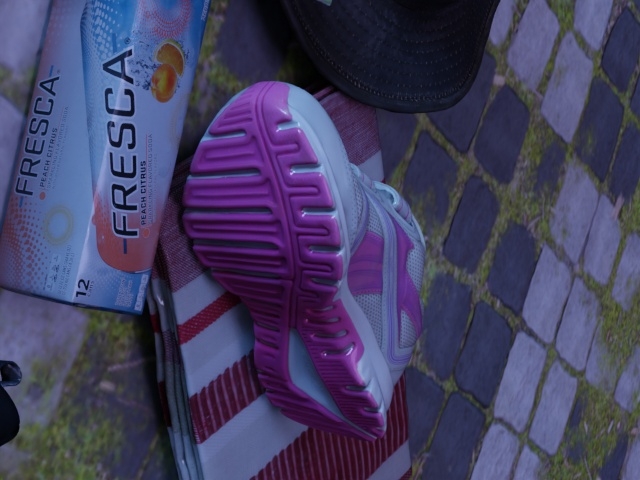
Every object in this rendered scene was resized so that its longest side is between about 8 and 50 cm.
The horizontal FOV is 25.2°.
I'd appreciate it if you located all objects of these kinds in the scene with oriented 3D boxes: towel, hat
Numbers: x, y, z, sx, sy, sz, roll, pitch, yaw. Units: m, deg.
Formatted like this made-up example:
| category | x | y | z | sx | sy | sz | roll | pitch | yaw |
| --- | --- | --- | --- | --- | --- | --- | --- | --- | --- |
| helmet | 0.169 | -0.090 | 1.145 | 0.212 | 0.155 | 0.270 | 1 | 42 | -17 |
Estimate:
| category | x | y | z | sx | sy | sz | roll | pitch | yaw |
| --- | --- | --- | --- | --- | --- | --- | --- | --- | --- |
| towel | -0.020 | 0.074 | 0.942 | 0.237 | 0.037 | 0.329 | -35 | 127 | -46 |
| hat | 0.097 | -0.248 | 0.915 | 0.331 | 0.134 | 0.331 | -2 | 93 | -53 |

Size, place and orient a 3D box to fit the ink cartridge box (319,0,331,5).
| category | x | y | z | sx | sy | sz | roll | pitch | yaw |
| --- | --- | --- | --- | --- | --- | --- | --- | --- | --- |
| ink cartridge box | -0.067 | -0.206 | 0.763 | 0.209 | 0.062 | 0.109 | 13 | 89 | -51 |

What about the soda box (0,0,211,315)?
| category | x | y | z | sx | sy | sz | roll | pitch | yaw |
| --- | --- | --- | --- | --- | --- | --- | --- | --- | --- |
| soda box | -0.113 | -0.056 | 0.748 | 0.058 | 0.063 | 0.183 | 15 | 87 | -56 |

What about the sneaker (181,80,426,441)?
| category | x | y | z | sx | sy | sz | roll | pitch | yaw |
| --- | --- | --- | --- | --- | --- | --- | --- | --- | --- |
| sneaker | 0.000 | 0.000 | 0.841 | 0.111 | 0.103 | 0.252 | -58 | 148 | -36 |

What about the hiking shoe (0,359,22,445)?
| category | x | y | z | sx | sy | sz | roll | pitch | yaw |
| --- | --- | --- | --- | --- | --- | --- | --- | --- | --- |
| hiking shoe | -0.218 | 0.169 | 0.611 | 0.132 | 0.113 | 0.304 | 47 | 60 | -49 |
